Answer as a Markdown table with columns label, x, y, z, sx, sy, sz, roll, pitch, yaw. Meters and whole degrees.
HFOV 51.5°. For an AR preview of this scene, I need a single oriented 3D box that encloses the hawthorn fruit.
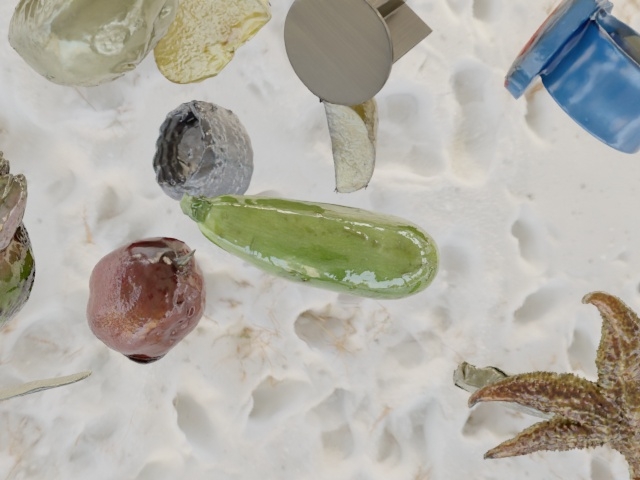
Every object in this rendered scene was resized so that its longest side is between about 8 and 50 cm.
| label | x | y | z | sx | sy | sz | roll | pitch | yaw |
| --- | --- | --- | --- | --- | --- | --- | --- | --- | --- |
| hawthorn fruit | -0.265 | 0.084 | 1.056 | 0.189 | 0.251 | 0.190 | 20 | 53 | -29 |

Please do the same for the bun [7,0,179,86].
| label | x | y | z | sx | sy | sz | roll | pitch | yaw |
| --- | --- | --- | --- | --- | --- | --- | --- | --- | --- |
| bun | -0.408 | -0.421 | 1.237 | 0.234 | 0.362 | 0.326 | 49 | 43 | -35 |

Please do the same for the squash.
| label | x | y | z | sx | sy | sz | roll | pitch | yaw |
| --- | --- | --- | --- | --- | --- | --- | --- | --- | --- |
| squash | 0.000 | 0.008 | 0.843 | 0.370 | 0.118 | 0.118 | 10 | 87 | -31 |

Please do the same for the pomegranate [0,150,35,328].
| label | x | y | z | sx | sy | sz | roll | pitch | yaw |
| --- | --- | --- | --- | --- | --- | --- | --- | --- | --- |
| pomegranate | -0.256 | 0.000 | 0.439 | 0.125 | 0.138 | 0.163 | 30 | 111 | 14 |

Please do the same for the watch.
| label | x | y | z | sx | sy | sz | roll | pitch | yaw |
| --- | --- | --- | --- | --- | --- | --- | --- | --- | --- |
| watch | 0.499 | -0.293 | 1.160 | 0.274 | 0.241 | 0.305 | 45 | 40 | 10 |

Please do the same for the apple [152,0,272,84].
| label | x | y | z | sx | sy | sz | roll | pitch | yaw |
| --- | --- | --- | --- | --- | --- | --- | --- | --- | --- |
| apple | -0.296 | -0.558 | 1.684 | 0.309 | 0.314 | 0.252 | -35 | 99 | 15 |

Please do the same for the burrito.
| label | x | y | z | sx | sy | sz | roll | pitch | yaw |
| --- | --- | --- | --- | --- | --- | --- | --- | --- | --- |
| burrito | 0.284 | 0.218 | 0.957 | 0.188 | 0.058 | 0.045 | 18 | 56 | 15 |

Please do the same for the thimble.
| label | x | y | z | sx | sy | sz | roll | pitch | yaw |
| --- | --- | --- | --- | --- | --- | --- | --- | --- | --- |
| thimble | -0.266 | -0.193 | 1.508 | 0.172 | 0.205 | 0.236 | 20 | 82 | -56 |

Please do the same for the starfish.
| label | x | y | z | sx | sy | sz | roll | pitch | yaw |
| --- | --- | --- | --- | --- | --- | --- | --- | --- | --- |
| starfish | 0.245 | 0.142 | 0.570 | 0.227 | 0.043 | 0.241 | -14 | 117 | 10 |

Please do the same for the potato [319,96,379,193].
| label | x | y | z | sx | sy | sz | roll | pitch | yaw |
| --- | --- | --- | --- | --- | --- | --- | --- | --- | --- |
| potato | 0.070 | -0.222 | 1.325 | 0.098 | 0.243 | 0.138 | 3 | 45 | 13 |

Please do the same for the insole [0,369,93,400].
| label | x | y | z | sx | sy | sz | roll | pitch | yaw |
| --- | --- | --- | --- | --- | --- | --- | --- | --- | --- |
| insole | -0.586 | 0.300 | 1.375 | 0.247 | 0.081 | 0.011 | -14 | 97 | 11 |

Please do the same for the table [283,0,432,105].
| label | x | y | z | sx | sy | sz | roll | pitch | yaw |
| --- | --- | --- | --- | --- | --- | --- | --- | --- | --- |
| table | 0.075 | -0.319 | 0.976 | 0.167 | 0.167 | 0.227 | 51 | 46 | -8 |
